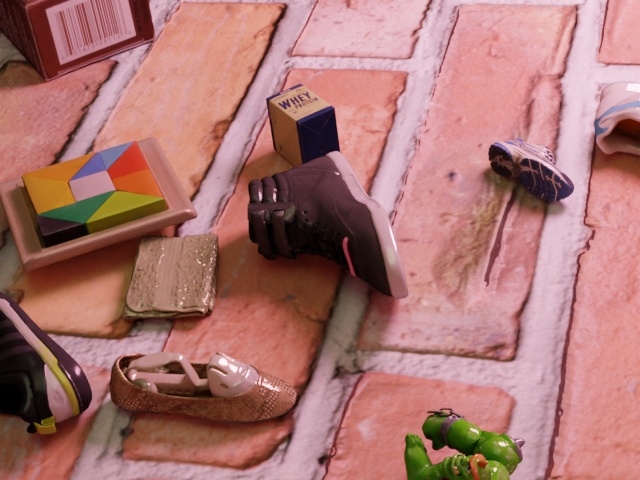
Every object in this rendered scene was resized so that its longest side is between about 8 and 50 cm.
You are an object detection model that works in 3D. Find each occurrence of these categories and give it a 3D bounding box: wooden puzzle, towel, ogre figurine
[{"bbox_3d":[-0.290,-0.058,1.841,0.221,0.044,0.238,-18,32,-12],"label":"wooden puzzle"},{"bbox_3d":[-0.174,0.041,1.729,0.110,0.027,0.148,-3,38,6],"label":"towel"},{"bbox_3d":[0.125,0.239,1.375,0.118,0.097,0.197,-7,18,31],"label":"ogre figurine"}]

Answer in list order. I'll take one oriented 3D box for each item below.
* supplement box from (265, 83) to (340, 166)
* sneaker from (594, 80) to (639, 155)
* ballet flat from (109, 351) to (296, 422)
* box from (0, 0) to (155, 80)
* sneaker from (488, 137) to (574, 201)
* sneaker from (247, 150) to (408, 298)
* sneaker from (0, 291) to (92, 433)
[{"bbox_3d":[-0.022,-0.145,1.891,0.056,0.083,0.083,-26,40,-23],"label":"supplement box"},{"bbox_3d":[0.456,-0.142,1.808,0.229,0.087,0.092,1,45,23],"label":"sneaker"},{"bbox_3d":[-0.130,0.152,1.547,0.206,0.067,0.073,-1,37,9],"label":"ballet flat"},{"bbox_3d":[-0.428,-0.409,2.262,0.191,0.143,0.381,-24,42,-19],"label":"box"},{"bbox_3d":[0.271,-0.096,1.802,0.058,0.052,0.135,-25,41,-27],"label":"sneaker"},{"bbox_3d":[0.000,0.000,1.695,0.147,0.104,0.296,-18,33,-10],"label":"sneaker"},{"bbox_3d":[-0.349,0.134,1.597,0.097,0.084,0.235,-34,45,-28],"label":"sneaker"}]
